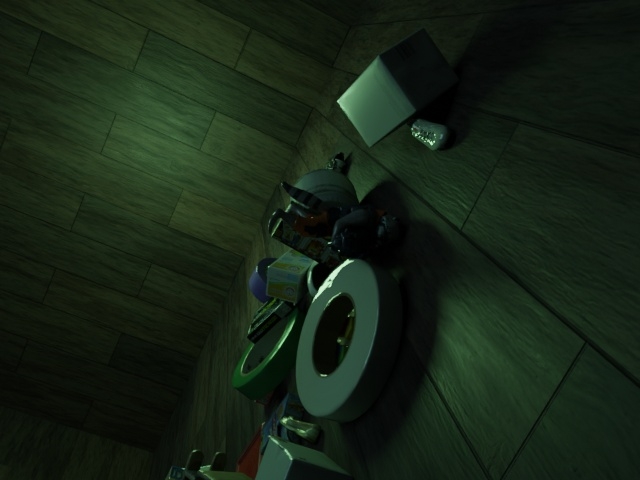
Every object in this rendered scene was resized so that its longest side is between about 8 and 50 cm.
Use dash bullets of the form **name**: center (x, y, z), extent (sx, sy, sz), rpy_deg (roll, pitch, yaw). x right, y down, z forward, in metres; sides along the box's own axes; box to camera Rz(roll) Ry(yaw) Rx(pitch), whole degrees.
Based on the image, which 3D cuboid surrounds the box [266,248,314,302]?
- **box**: center (-0.086, 0.112, 2.064), extent (0.203, 0.114, 0.103), rpy_deg (-39, -40, -63)

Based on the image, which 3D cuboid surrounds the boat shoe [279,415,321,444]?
- **boat shoe**: center (-0.052, 0.485, 1.647), extent (0.048, 0.056, 0.153), rpy_deg (-57, 25, -17)

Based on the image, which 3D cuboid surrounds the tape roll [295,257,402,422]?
- **tape roll**: center (0.059, 0.233, 1.514), extent (0.392, 0.071, 0.392), rpy_deg (-48, 31, 42)

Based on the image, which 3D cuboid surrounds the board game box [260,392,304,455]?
- **board game box**: center (-0.105, 0.539, 1.775), extent (0.194, 0.060, 0.194), rpy_deg (-63, 15, 20)

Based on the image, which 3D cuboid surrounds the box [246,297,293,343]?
- **box**: center (-0.159, 0.235, 2.110), extent (0.190, 0.045, 0.184), rpy_deg (-44, 14, 17)

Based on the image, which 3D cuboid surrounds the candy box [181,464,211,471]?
- **candy box**: center (-0.331, 0.846, 1.765), extent (0.317, 0.122, 0.268), rpy_deg (-97, -2, -63)

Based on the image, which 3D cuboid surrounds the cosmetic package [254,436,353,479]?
- **cosmetic package**: center (-0.086, 0.647, 1.359), extent (0.385, 0.156, 0.217), rpy_deg (-68, 14, -9)

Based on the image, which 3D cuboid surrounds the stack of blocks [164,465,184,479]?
- **stack of blocks**: center (-0.271, 0.715, 1.626), extent (0.087, 0.297, 0.171), rpy_deg (-62, 14, 18)

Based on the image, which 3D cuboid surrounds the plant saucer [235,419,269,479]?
- **plant saucer**: center (-0.207, 0.704, 1.921), extent (0.259, 0.047, 0.258), rpy_deg (-60, 16, 29)

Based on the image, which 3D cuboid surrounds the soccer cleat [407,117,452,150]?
- **soccer cleat**: center (0.273, -0.274, 1.609), extent (0.068, 0.076, 0.196), rpy_deg (-64, 15, 11)

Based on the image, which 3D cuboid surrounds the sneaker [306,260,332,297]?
- **sneaker**: center (0.007, 0.126, 1.941), extent (0.290, 0.105, 0.123), rpy_deg (-72, 7, -64)

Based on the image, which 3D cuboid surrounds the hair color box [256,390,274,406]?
- **hair color box**: center (-0.177, 0.470, 2.157), extent (0.167, 0.053, 0.093), rpy_deg (-66, 15, -4)

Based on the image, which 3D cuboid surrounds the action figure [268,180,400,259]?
- **action figure**: center (0.042, -0.048, 1.599), extent (0.341, 0.329, 0.179), rpy_deg (34, -116, -82)

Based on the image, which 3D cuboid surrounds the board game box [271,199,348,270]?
- **board game box**: center (0.000, 0.000, 1.814), extent (0.136, 0.259, 0.030), rpy_deg (-58, 7, 33)

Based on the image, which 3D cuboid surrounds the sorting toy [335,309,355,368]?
- **sorting toy**: center (0.059, 0.260, 1.650), extent (0.208, 0.038, 0.193), rpy_deg (-69, 14, -7)

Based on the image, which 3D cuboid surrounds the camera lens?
- **camera lens**: center (0.016, -0.086, 1.966), extent (0.220, 0.219, 0.274), rpy_deg (-61, 15, 22)

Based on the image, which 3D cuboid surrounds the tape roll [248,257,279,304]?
- **tape roll**: center (-0.161, 0.155, 2.307), extent (0.080, 0.188, 0.189), rpy_deg (-58, 17, 32)

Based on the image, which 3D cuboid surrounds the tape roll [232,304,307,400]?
- **tape roll**: center (-0.152, 0.356, 2.015), extent (0.321, 0.077, 0.321), rpy_deg (-46, 14, 15)

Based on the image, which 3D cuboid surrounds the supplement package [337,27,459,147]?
- **supplement package**: center (0.206, -0.413, 1.748), extent (0.177, 0.175, 0.293), rpy_deg (-37, 3, -23)

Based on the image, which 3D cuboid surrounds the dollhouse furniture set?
- **dollhouse furniture set**: center (-0.182, 0.575, 1.572), extent (0.212, 0.242, 0.161), rpy_deg (9, 79, 48)

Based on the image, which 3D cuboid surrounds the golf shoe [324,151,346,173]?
- **golf shoe**: center (0.050, -0.262, 2.406), extent (0.094, 0.077, 0.198), rpy_deg (-53, 21, 43)
